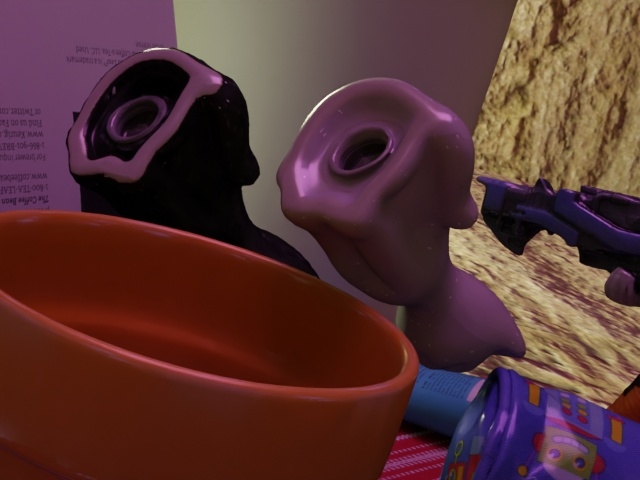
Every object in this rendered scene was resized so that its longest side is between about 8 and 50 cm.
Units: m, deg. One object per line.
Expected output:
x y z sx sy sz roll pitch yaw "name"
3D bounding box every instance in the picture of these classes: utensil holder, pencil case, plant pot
-0.023 -0.108 1.186 0.327 0.386 0.327 16 12 -3 "utensil holder"
0.206 0.182 0.755 0.306 0.133 0.119 24 54 -2 "pencil case"
-0.081 0.108 0.603 0.205 0.188 0.205 16 13 -4 "plant pot"

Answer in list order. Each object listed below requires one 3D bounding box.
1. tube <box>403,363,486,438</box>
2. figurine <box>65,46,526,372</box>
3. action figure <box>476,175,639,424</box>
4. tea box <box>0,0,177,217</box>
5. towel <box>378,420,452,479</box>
0.072 0.113 1.010 0.207 0.052 0.080 15 7 28 "tube"
0.000 0.000 0.744 0.215 0.092 0.209 11 -28 29 "figurine"
0.280 0.048 1.023 0.341 0.330 0.178 23 15 24 "action figure"
-0.305 -0.086 0.859 0.323 0.220 0.329 -5 1 26 "tea box"
0.119 0.180 0.940 0.275 0.031 0.199 24 16 37 "towel"
